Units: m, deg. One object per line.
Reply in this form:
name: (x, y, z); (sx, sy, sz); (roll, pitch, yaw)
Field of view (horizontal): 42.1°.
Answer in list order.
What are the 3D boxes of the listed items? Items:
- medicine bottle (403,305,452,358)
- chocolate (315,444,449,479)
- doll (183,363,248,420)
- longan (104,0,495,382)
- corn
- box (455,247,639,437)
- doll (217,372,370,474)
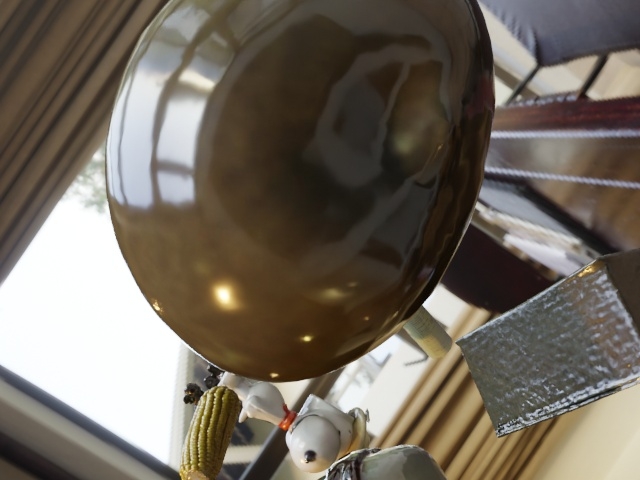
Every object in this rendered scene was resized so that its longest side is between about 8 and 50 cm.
medicine bottle: (0.171, 0.137, 1.602); (0.231, 0.059, 0.059); (48, 174, -26)
chocolate: (0.051, 0.350, 0.984); (0.186, 0.284, 0.283); (61, -176, 8)
doll: (-0.201, 0.308, 1.722); (0.165, 0.139, 0.057); (14, 171, -23)
longan: (-0.017, -0.066, 0.618); (0.288, 0.350, 0.288); (20, -169, -4)
corn: (-0.088, 0.156, 0.660); (0.037, 0.037, 0.092); (34, -147, -14)
box: (0.329, 0.124, 1.019); (0.184, 0.273, 0.143); (-9, -111, -38)
doll: (-0.041, 0.308, 1.490); (0.271, 0.144, 0.208); (36, -172, 26)
